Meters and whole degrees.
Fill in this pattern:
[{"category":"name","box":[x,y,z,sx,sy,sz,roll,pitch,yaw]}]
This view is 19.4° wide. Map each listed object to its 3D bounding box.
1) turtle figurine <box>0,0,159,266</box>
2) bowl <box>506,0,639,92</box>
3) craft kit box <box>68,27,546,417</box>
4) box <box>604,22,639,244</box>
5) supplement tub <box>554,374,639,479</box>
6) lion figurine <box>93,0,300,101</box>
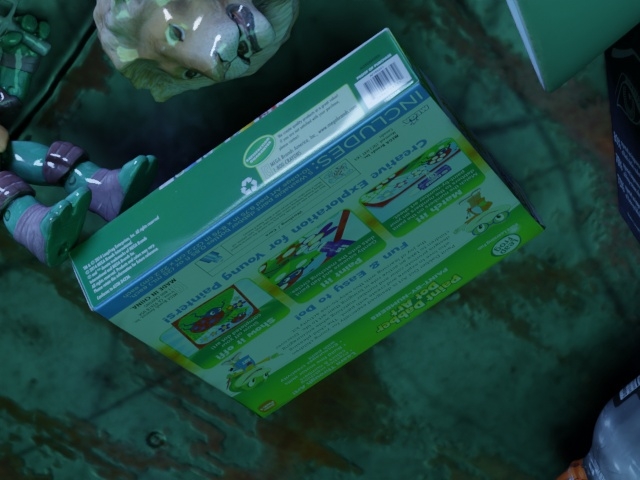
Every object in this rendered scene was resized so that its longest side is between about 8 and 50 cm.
[{"category":"turtle figurine","box":[-0.232,-0.075,1.220,0.234,0.175,0.118,32,142,16]},{"category":"bowl","box":[0.147,-0.256,1.070,0.163,0.311,0.312,-21,113,7]},{"category":"craft kit box","box":[0.000,0.000,1.235,0.250,0.061,0.246,-34,146,9]},{"category":"box","box":[0.257,-0.092,1.238,0.108,0.153,0.207,-9,113,-1]},{"category":"supplement tub","box":[0.331,0.134,1.315,0.316,0.193,0.193,-41,110,12]},{"category":"lion figurine","box":[-0.080,-0.291,1.134,0.240,0.142,0.392,-22,111,2]}]
